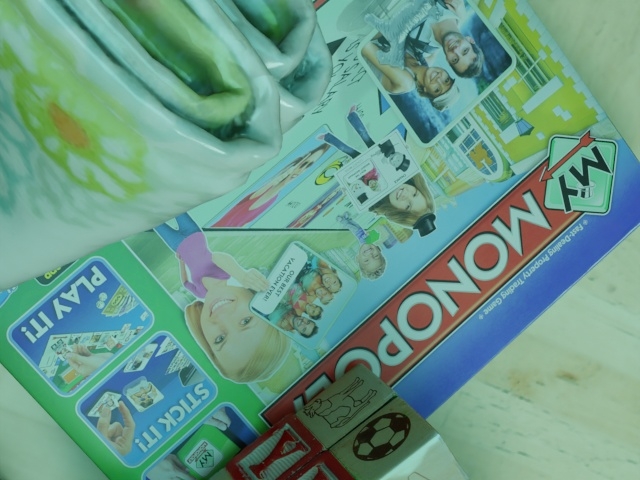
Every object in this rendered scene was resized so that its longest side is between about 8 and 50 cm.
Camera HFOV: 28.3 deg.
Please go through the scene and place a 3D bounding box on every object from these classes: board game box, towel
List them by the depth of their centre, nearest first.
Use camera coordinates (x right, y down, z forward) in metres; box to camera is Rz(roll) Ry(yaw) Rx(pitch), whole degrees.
[{"bbox_3d":[-0.199,-0.112,0.424,0.320,0.374,0.090,54,54,-14],"label":"towel"},{"bbox_3d":[0.000,0.000,0.654,0.317,0.046,0.213,-41,106,-7],"label":"board game box"}]

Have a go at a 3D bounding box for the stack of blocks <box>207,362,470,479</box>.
[{"bbox_3d":[0.041,0.232,0.647,0.171,0.087,0.297,-37,117,-9],"label":"stack of blocks"}]
